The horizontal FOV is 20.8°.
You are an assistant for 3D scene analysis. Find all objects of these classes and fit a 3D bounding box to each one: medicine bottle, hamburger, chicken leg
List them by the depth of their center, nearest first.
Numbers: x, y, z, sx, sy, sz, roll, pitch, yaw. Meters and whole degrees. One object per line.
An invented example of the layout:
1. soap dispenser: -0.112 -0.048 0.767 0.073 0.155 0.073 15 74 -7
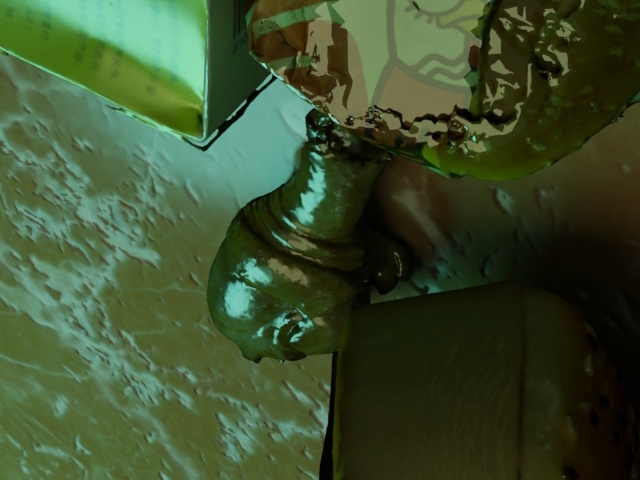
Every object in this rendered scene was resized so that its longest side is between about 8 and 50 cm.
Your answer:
1. hamburger: 0.095 -0.120 0.756 0.235 0.125 0.214 34 120 1
2. medicine bottle: -0.116 -0.178 0.882 0.250 0.137 0.141 27 142 19
3. hamburger: 0.084 0.164 0.939 0.176 0.300 0.300 5 136 1
4. chicken leg: 0.000 0.000 1.013 0.103 0.088 0.228 44 137 11

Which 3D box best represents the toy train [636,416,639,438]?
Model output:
1. toy train: 0.263 0.123 0.911 0.194 0.081 0.125 1 123 41
